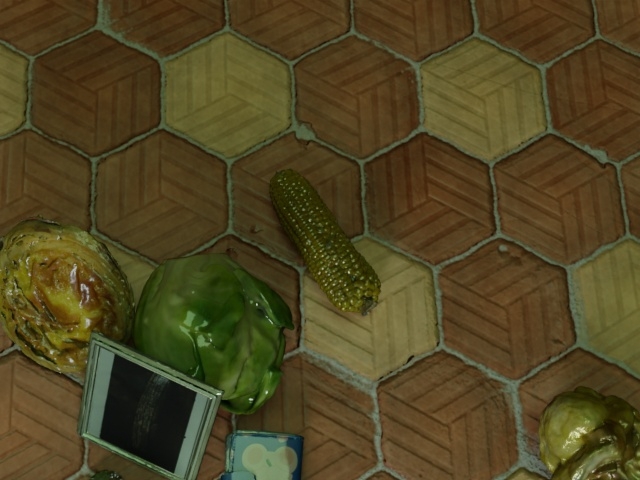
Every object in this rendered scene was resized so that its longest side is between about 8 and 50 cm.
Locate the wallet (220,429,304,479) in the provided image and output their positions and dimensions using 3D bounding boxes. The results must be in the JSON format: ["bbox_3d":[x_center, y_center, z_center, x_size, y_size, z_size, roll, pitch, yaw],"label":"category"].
[{"bbox_3d":[-0.101,0.426,1.818,0.141,0.059,0.202,5,71,-10],"label":"wallet"}]

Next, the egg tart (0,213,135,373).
[{"bbox_3d":[-0.441,0.086,1.856,0.297,0.132,0.297,6,111,16],"label":"egg tart"}]

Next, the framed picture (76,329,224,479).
[{"bbox_3d":[-0.287,0.284,1.740,0.231,0.293,0.018,24,45,5],"label":"framed picture"}]

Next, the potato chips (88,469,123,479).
[{"bbox_3d":[-0.333,0.489,1.795,0.142,0.026,0.209,-2,71,-8],"label":"potato chips"}]

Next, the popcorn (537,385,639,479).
[{"bbox_3d":[0.464,0.339,1.811,0.191,0.253,0.190,-20,84,6],"label":"popcorn"}]

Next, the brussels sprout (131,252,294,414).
[{"bbox_3d":[-0.182,0.156,1.802,0.259,0.227,0.294,-7,77,-49],"label":"brussels sprout"}]

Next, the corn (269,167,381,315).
[{"bbox_3d":[-0.003,0.001,1.961,0.102,0.102,0.313,-32,73,-15],"label":"corn"}]
